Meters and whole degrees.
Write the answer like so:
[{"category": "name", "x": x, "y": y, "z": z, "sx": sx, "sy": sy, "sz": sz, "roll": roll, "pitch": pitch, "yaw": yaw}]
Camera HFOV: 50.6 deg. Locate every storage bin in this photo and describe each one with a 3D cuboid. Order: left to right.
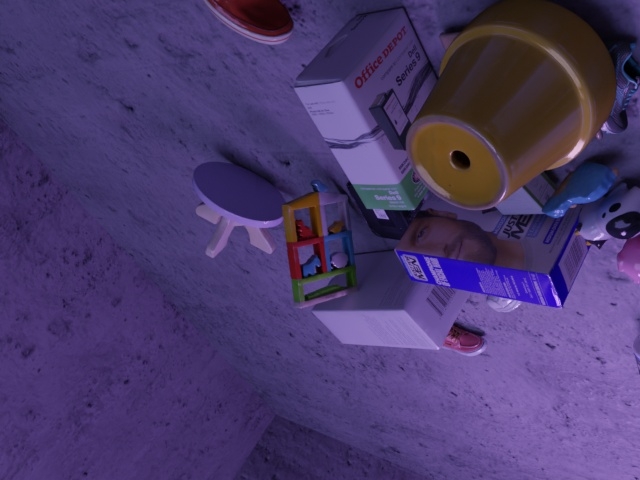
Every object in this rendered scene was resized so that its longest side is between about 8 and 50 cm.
[{"category": "storage bin", "x": 0.154, "y": -0.091, "z": 1.525, "sx": 0.122, "sy": 0.084, "sz": 0.180, "roll": 9, "pitch": 142, "yaw": 42}]

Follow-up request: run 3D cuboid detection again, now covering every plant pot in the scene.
[{"category": "plant pot", "x": 0.256, "y": -0.177, "z": 0.977, "sx": 0.254, "sy": 0.239, "sz": 0.254, "roll": 32, "pitch": 150, "yaw": 21}]

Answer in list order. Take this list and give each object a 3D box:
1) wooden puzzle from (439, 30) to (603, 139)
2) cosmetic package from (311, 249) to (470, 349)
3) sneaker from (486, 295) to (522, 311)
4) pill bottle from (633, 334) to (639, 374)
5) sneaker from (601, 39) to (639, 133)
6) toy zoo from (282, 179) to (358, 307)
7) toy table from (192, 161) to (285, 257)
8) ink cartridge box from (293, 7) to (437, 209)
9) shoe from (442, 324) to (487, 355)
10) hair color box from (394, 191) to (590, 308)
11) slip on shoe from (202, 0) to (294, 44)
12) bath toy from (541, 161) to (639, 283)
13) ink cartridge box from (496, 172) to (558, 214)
[{"category": "wooden puzzle", "x": 0.327, "y": -0.258, "z": 1.101, "sx": 0.238, "sy": 0.044, "sz": 0.221, "roll": 13, "pitch": 146, "yaw": 46}, {"category": "cosmetic package", "x": 0.177, "y": 0.148, "z": 1.745, "sx": 0.156, "sy": 0.217, "sz": 0.385, "roll": 47, "pitch": 153, "yaw": -21}, {"category": "sneaker", "x": 0.427, "y": 0.076, "z": 1.490, "sx": 0.115, "sy": 0.090, "sz": 0.232, "roll": 42, "pitch": 145, "yaw": 2}, {"category": "pill bottle", "x": 0.716, "y": 0.262, "z": 1.440, "sx": 0.078, "sy": 0.078, "sz": 0.137, "roll": 9, "pitch": 143, "yaw": 42}, {"category": "sneaker", "x": 0.439, "y": -0.224, "z": 0.996, "sx": 0.076, "sy": 0.065, "sz": 0.166, "roll": 4, "pitch": 141, "yaw": 40}, {"category": "toy zoo", "x": 0.000, "y": 0.000, "z": 1.642, "sx": 0.030, "sy": 0.192, "sz": 0.293, "roll": 1, "pitch": 101, "yaw": 49}, {"category": "toy table", "x": -0.229, "y": -0.082, "z": 1.855, "sx": 0.274, "sy": 0.252, "sz": 0.161, "roll": 38, "pitch": 139, "yaw": 19}, {"category": "ink cartridge box", "x": 0.112, "y": -0.227, "z": 1.206, "sx": 0.121, "sy": 0.211, "sz": 0.289, "roll": 7, "pitch": 142, "yaw": 45}, {"category": "shoe", "x": 0.371, "y": 0.266, "z": 1.871, "sx": 0.081, "sy": 0.063, "sz": 0.178, "roll": 44, "pitch": 157, "yaw": -27}, {"category": "hair color box", "x": 0.340, "y": 0.006, "z": 1.350, "sx": 0.338, "sy": 0.185, "sz": 0.110, "roll": 8, "pitch": 142, "yaw": 43}, {"category": "slip on shoe", "x": -0.172, "y": -0.493, "z": 1.226, "sx": 0.331, "sy": 0.123, "sz": 0.101, "roll": 47, "pitch": 148, "yaw": -11}, {"category": "bath toy", "x": 0.558, "y": 0.015, "z": 1.172, "sx": 0.348, "sy": 0.129, "sz": 0.151, "roll": 38, "pitch": -172, "yaw": -3}, {"category": "ink cartridge box", "x": 0.324, "y": -0.131, "z": 1.233, "sx": 0.209, "sy": 0.062, "sz": 0.109, "roll": 39, "pitch": 162, "yaw": -26}]
